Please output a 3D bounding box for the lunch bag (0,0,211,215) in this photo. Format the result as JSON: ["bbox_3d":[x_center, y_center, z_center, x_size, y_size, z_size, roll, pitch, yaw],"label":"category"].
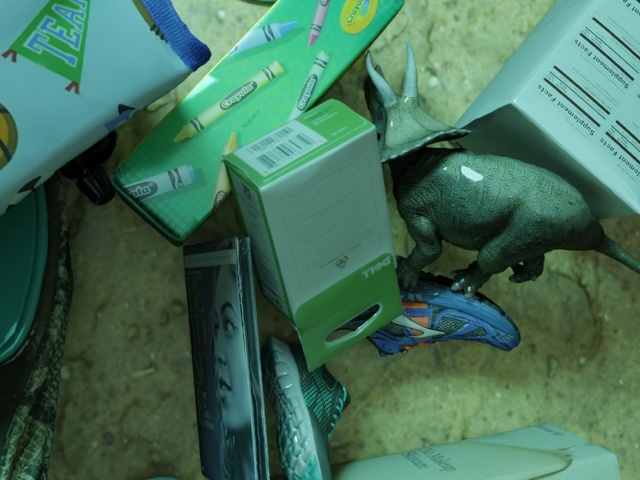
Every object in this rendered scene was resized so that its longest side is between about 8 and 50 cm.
[{"bbox_3d":[-0.311,-0.151,0.652,0.328,0.385,0.239,-35,118,-8],"label":"lunch bag"}]

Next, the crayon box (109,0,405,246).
[{"bbox_3d":[-0.060,-0.120,0.796,0.081,0.165,0.278,43,82,-5],"label":"crayon box"}]

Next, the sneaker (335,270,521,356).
[{"bbox_3d":[0.086,0.073,0.867,0.221,0.083,0.087,15,99,-3],"label":"sneaker"}]

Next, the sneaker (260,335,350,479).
[{"bbox_3d":[-0.004,0.154,0.816,0.076,0.065,0.166,3,44,-22],"label":"sneaker"}]

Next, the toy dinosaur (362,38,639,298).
[{"bbox_3d":[0.148,-0.023,0.776,0.313,0.160,0.121,28,57,4],"label":"toy dinosaur"}]

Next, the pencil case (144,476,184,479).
[{"bbox_3d":[-0.121,0.284,0.721,0.124,0.273,0.113,-24,99,-12],"label":"pencil case"}]

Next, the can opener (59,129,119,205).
[{"bbox_3d":[-0.194,-0.081,0.764,0.073,0.186,0.059,44,74,-4],"label":"can opener"}]

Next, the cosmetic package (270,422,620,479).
[{"bbox_3d":[0.101,0.260,0.814,0.309,0.160,0.113,-10,90,-11],"label":"cosmetic package"}]

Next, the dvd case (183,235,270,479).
[{"bbox_3d":[-0.086,0.110,0.785,0.018,0.164,0.221,-4,89,-23],"label":"dvd case"}]

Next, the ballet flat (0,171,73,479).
[{"bbox_3d":[-0.279,0.139,0.727,0.164,0.182,0.482,-5,62,4],"label":"ballet flat"}]

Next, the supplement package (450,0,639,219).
[{"bbox_3d":[0.258,-0.139,0.834,0.149,0.194,0.203,40,83,-5],"label":"supplement package"}]

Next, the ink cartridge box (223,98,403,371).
[{"bbox_3d":[0.000,0.000,0.751,0.109,0.062,0.209,-31,133,-20],"label":"ink cartridge box"}]
